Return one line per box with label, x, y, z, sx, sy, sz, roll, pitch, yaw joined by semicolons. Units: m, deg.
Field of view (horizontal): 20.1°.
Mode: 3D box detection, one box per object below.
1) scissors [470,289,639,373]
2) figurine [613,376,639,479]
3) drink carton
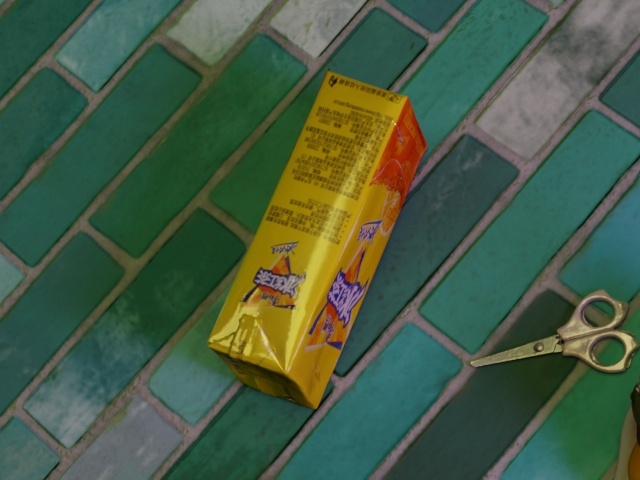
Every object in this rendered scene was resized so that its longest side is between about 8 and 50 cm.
scissors;0.260;0.118;2.032;0.189;0.015;0.100;-15;65;10
figurine;0.365;0.221;1.862;0.166;0.141;0.250;22;91;29
drink carton;0.000;0.000;2.061;0.111;0.154;0.351;19;75;19
